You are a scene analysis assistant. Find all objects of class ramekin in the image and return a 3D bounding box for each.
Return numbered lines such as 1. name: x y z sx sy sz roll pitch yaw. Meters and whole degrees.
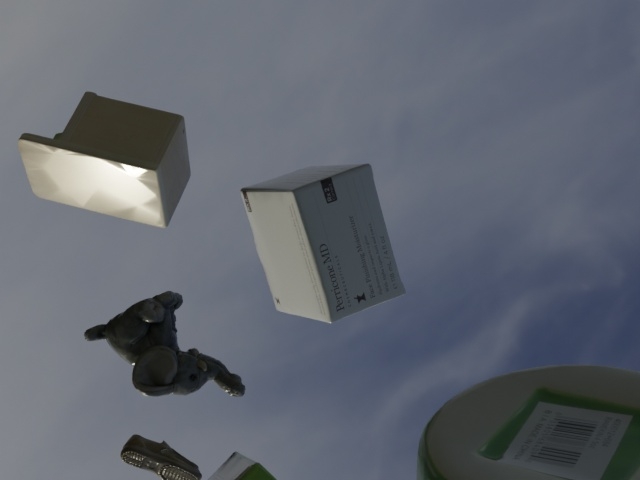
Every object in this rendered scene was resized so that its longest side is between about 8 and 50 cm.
1. ramekin: 0.223 0.230 0.968 0.303 0.148 0.303 -6 -160 2

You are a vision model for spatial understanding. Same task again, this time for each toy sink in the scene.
1. toy sink: -0.340 -0.137 1.790 0.234 0.153 0.131 13 -125 9

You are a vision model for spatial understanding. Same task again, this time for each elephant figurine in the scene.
1. elephant figurine: -0.292 0.230 2.112 0.186 0.239 0.169 -30 172 38

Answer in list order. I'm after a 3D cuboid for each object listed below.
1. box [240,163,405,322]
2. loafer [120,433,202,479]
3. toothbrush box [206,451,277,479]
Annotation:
1. box: 0.000 0.000 1.470 0.119 0.181 0.182 -21 -168 -23
2. loafer: -0.260 0.361 1.851 0.056 0.148 0.050 -42 -150 33
3. toothbrush box: -0.048 0.381 1.088 0.206 0.283 0.122 -46 -174 -14
